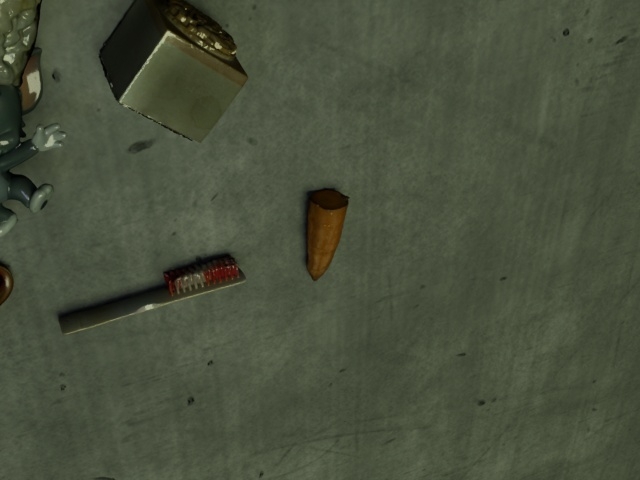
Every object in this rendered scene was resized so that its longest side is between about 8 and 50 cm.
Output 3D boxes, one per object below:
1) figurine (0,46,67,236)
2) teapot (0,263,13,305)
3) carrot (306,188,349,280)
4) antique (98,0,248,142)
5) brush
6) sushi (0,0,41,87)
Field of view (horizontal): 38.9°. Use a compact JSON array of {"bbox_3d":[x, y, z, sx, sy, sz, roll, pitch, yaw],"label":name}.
[{"bbox_3d":[-0.440,-0.131,1.237,0.193,0.140,0.265,-13,140,-8],"label":"figurine"},{"bbox_3d":[-0.561,0.105,1.341,0.252,0.178,0.135,-42,139,-42],"label":"teapot"},{"bbox_3d":[0.000,0.000,1.633,0.072,0.072,0.205,-9,135,-23],"label":"carrot"},{"bbox_3d":[-0.202,-0.249,1.260,0.146,0.152,0.148,24,114,-38],"label":"antique"},{"bbox_3d":[-0.287,0.089,1.546,0.321,0.060,0.050,-17,119,-17],"label":"brush"},{"bbox_3d":[-0.413,-0.333,1.015,0.196,0.182,0.343,-45,158,-60],"label":"sushi"}]
